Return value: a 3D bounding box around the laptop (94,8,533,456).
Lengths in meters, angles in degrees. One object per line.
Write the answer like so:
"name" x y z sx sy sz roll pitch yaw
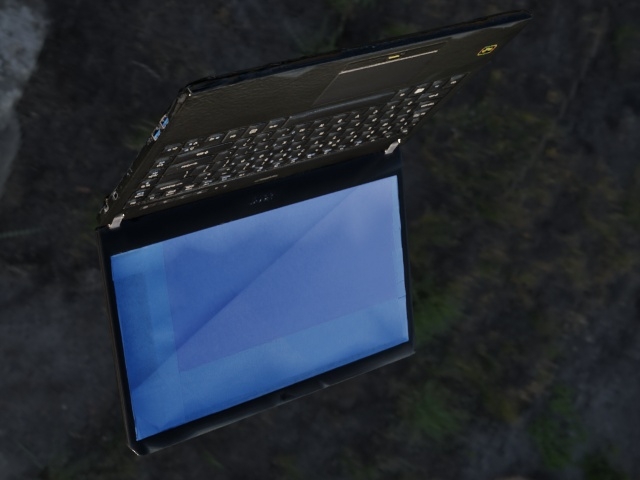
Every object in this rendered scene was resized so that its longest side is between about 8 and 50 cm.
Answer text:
"laptop" 0.000 0.000 0.817 0.234 0.264 0.136 -18 76 -32
